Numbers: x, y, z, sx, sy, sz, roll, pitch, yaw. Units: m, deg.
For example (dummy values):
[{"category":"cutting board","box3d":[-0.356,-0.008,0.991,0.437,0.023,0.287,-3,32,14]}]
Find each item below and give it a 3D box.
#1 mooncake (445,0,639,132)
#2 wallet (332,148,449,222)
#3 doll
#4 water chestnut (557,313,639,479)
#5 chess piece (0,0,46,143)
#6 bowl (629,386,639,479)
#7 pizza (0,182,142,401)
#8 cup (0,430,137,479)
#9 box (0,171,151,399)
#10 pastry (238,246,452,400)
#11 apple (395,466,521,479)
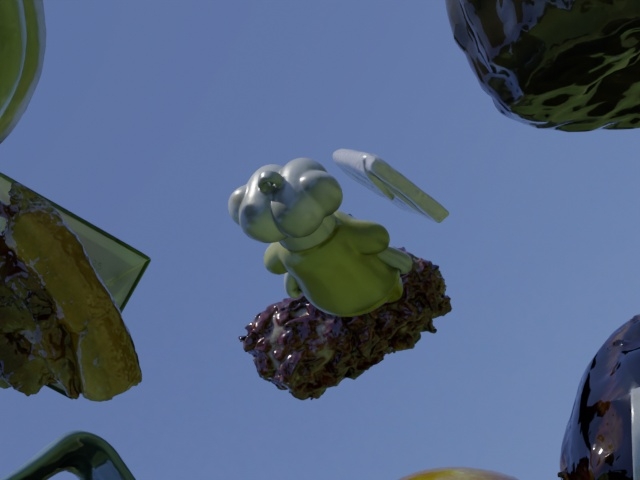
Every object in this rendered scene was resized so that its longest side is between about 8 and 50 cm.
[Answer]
[{"category":"mooncake","box3d":[0.232,-0.191,1.212,0.290,0.161,0.290,-12,-15,-3]},{"category":"wallet","box3d":[0.078,-0.065,1.987,0.032,0.124,0.183,-56,15,-3]},{"category":"doll","box3d":[0.000,0.000,1.235,0.106,0.062,0.162,-14,-40,25]},{"category":"water chestnut","box3d":[0.331,0.189,1.354,0.300,0.300,0.300,-35,-30,-24]},{"category":"chess piece","box3d":[-0.332,-0.143,1.079,0.234,0.234,0.442,-52,0,7]},{"category":"bowl","box3d":[0.236,0.132,1.053,0.189,0.086,0.189,-2,-90,-79]},{"category":"pizza","box3d":[-0.222,0.051,1.136,0.154,0.194,0.069,62,-142,-19]},{"category":"cup","box3d":[-0.192,0.370,1.505,0.311,0.331,0.256,-30,-35,-55]},{"category":"box","box3d":[-0.321,0.043,1.837,0.195,0.148,0.177,30,-97,-19]},{"category":"pastry","box3d":[0.028,0.076,1.645,0.208,0.115,0.097,-28,-41,-5]},{"category":"apple","box3d":[0.118,0.305,1.422,0.237,0.207,0.237,-10,-77,-49]}]
